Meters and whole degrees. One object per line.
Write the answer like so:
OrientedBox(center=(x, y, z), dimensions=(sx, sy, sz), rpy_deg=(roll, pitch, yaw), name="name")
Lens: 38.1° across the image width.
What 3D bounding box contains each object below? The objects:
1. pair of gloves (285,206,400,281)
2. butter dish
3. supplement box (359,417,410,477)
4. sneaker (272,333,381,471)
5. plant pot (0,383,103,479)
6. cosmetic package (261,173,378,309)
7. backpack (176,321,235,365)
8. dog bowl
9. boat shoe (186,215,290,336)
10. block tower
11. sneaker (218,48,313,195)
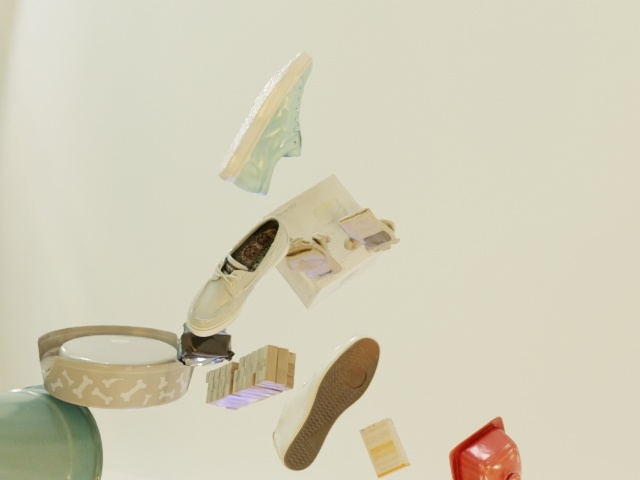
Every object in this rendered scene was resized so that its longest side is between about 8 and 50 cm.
OrientedBox(center=(0.040, 0.004, 1.946), dimensions=(0.240, 0.204, 0.042), rpy_deg=(-25, -117, 20), name="pair of gloves")
OrientedBox(center=(0.354, 0.466, 1.876), dimensions=(0.118, 0.159, 0.160), rpy_deg=(20, -50, 50), name="butter dish")
OrientedBox(center=(0.123, 0.395, 1.769), dimensions=(0.062, 0.036, 0.098), rpy_deg=(-27, -109, 16), name="supplement box")
OrientedBox(center=(-0.003, 0.283, 1.747), dimensions=(0.290, 0.106, 0.123), rpy_deg=(-54, -152, 2), name="sneaker")
OrientedBox(center=(-0.669, 0.443, 1.849), dimensions=(0.341, 0.334, 0.341), rpy_deg=(-5, -105, 19), name="plant pot")
OrientedBox(center=(0.000, 0.000, 2.218), dimensions=(0.225, 0.224, 0.138), rpy_deg=(51, -27, 11), name="cosmetic package")
OrientedBox(center=(-0.226, 0.200, 1.798), dimensions=(0.114, 0.105, 0.084), rpy_deg=(134, -42, -66), name="backpack")
OrientedBox(center=(-0.436, 0.270, 2.001), dimensions=(0.348, 0.348, 0.102), rpy_deg=(18, -76, 60), name="dog bowl")
OrientedBox(center=(-0.135, 0.049, 1.467), dimensions=(0.079, 0.227, 0.081), rpy_deg=(32, -22, 22), name="boat shoe")
OrientedBox(center=(-0.176, 0.344, 2.287), dimensions=(0.335, 0.091, 0.097), rpy_deg=(-29, -130, 54), name="block tower")
OrientedBox(center=(-0.096, -0.272, 2.204), dimensions=(0.366, 0.150, 0.135), rpy_deg=(-59, -161, -3), name="sneaker")
